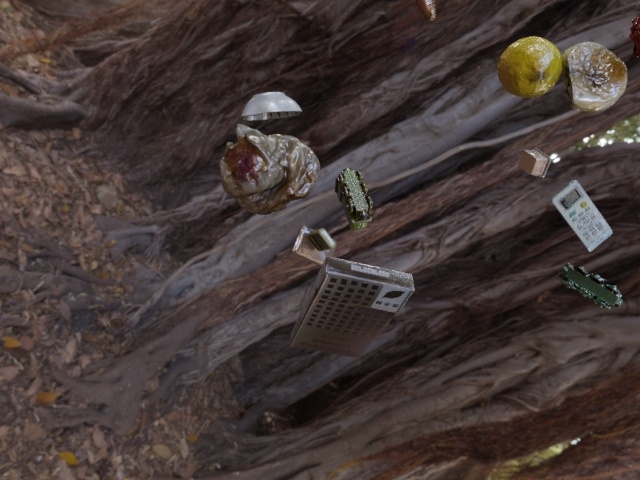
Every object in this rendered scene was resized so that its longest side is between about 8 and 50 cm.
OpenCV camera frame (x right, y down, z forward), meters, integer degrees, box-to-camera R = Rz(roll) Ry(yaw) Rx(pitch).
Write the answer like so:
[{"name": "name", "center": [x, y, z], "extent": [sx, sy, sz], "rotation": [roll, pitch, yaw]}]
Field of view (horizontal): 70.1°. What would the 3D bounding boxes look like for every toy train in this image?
[{"name": "toy train", "center": [0.112, -0.138, 1.554], "extent": [0.137, 0.090, 0.225], "rotation": [93, -15, -53]}, {"name": "toy train", "center": [0.743, 0.126, 1.265], "extent": [0.170, 0.071, 0.111], "rotation": [36, 8, 19]}]

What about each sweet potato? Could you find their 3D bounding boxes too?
[{"name": "sweet potato", "center": [0.271, -0.713, 1.210], "extent": [0.078, 0.058, 0.255], "rotation": [-40, 122, -63]}]

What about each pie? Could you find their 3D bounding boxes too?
[{"name": "pie", "center": [0.814, -0.488, 1.356], "extent": [0.052, 0.185, 0.218], "rotation": [91, -7, -77]}]

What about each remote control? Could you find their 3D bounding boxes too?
[{"name": "remote control", "center": [0.903, -0.082, 1.579], "extent": [0.293, 0.103, 0.051], "rotation": [42, 11, -25]}]

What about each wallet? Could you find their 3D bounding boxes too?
[{"name": "wallet", "center": [-0.021, 0.021, 1.627], "extent": [0.153, 0.118, 0.039], "rotation": [27, -7, -16]}]

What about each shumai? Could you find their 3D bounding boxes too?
[{"name": "shumai", "center": [-0.130, -0.165, 0.931], "extent": [0.218, 0.184, 0.185], "rotation": [30, -15, 46]}]

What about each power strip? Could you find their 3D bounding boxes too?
[{"name": "power strip", "center": [0.000, 0.000, 1.510], "extent": [0.076, 0.028, 0.169], "rotation": [52, -15, -6]}]

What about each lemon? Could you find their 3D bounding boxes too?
[{"name": "lemon", "center": [0.635, -0.526, 1.394], "extent": [0.180, 0.181, 0.193], "rotation": [62, -15, -19]}]

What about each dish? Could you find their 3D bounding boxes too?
[{"name": "dish", "center": [-0.147, -0.393, 1.328], "extent": [0.190, 0.191, 0.066], "rotation": [-123, -154, -79]}]

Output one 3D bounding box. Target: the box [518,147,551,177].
[{"name": "box", "center": [0.855, -0.313, 1.831], "extent": [0.122, 0.062, 0.089], "rotation": [-102, -162, -57]}]

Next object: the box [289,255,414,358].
[{"name": "box", "center": [0.054, 0.159, 0.992], "extent": [0.325, 0.180, 0.047], "rotation": [114, -14, -50]}]

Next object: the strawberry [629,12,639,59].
[{"name": "strawberry", "center": [0.948, -0.575, 1.252], "extent": [0.184, 0.201, 0.187], "rotation": [32, -21, 21]}]
